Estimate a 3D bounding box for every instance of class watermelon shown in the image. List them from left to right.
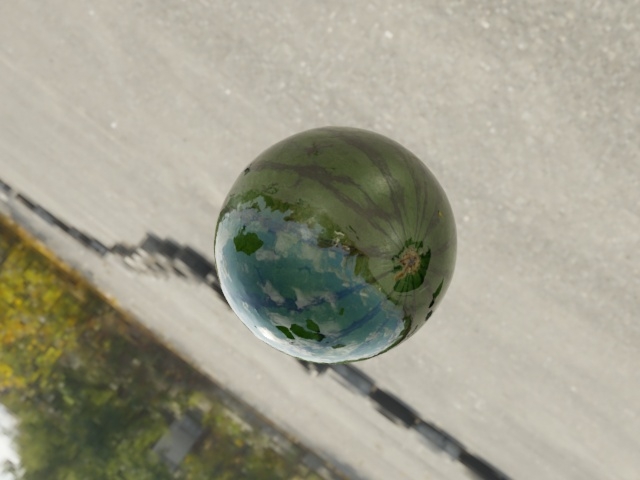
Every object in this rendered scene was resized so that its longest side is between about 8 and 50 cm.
[{"bbox_3d":[0.002,0.001,0.476,0.109,0.109,0.109,35,169,8],"label":"watermelon"}]
